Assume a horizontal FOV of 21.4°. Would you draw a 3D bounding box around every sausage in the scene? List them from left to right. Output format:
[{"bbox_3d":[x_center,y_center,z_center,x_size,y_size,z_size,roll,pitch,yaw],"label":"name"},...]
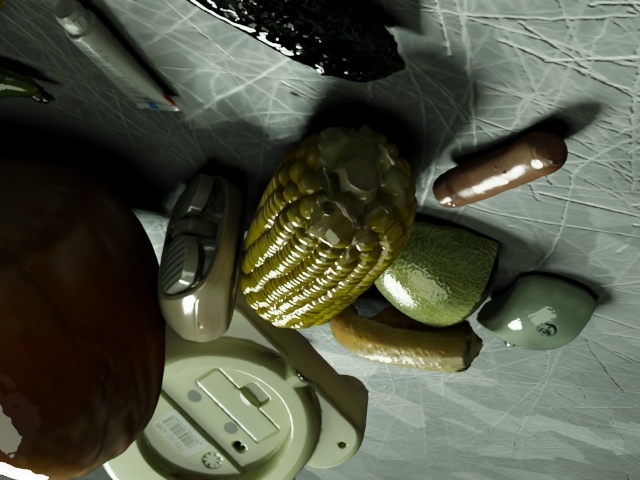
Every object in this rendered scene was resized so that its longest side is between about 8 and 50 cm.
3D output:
[{"bbox_3d":[0.159,-0.063,1.484,0.043,0.043,0.186,26,159,-22],"label":"sausage"}]

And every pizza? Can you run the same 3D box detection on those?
[{"bbox_3d":[0.092,0.099,1.848,0.134,0.056,0.271,-11,-170,-17],"label":"pizza"}]

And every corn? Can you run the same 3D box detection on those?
[{"bbox_3d":[0.000,0.000,1.634,0.144,0.144,0.387,19,159,-3],"label":"corn"}]

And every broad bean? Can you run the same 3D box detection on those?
[{"bbox_3d":[-0.353,-0.149,1.670,0.195,0.046,0.061,3,152,31],"label":"broad bean"}]

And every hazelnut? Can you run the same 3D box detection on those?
[{"bbox_3d":[-0.316,0.085,1.817,0.315,0.372,0.372,-26,140,23],"label":"hazelnut"}]

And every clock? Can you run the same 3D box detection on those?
[{"bbox_3d":[-0.130,0.201,2.031,0.309,0.114,0.284,-33,114,24],"label":"clock"}]

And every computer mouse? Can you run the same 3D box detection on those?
[{"bbox_3d":[-0.125,0.021,1.779,0.082,0.145,0.236,10,161,1],"label":"computer mouse"},{"bbox_3d":[0.221,0.086,1.800,0.089,0.056,0.182,26,159,-10],"label":"computer mouse"}]

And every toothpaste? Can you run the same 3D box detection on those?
[{"bbox_3d":[-0.185,-0.162,1.527,0.048,0.031,0.190,5,160,23],"label":"toothpaste"}]

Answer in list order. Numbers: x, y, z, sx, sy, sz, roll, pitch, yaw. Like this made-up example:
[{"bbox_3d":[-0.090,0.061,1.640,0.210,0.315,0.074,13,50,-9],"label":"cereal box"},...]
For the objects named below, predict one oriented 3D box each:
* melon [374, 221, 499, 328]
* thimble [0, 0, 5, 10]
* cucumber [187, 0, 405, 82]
[{"bbox_3d":[0.096,0.034,1.729,0.128,0.079,0.160,26,159,-25],"label":"melon"},{"bbox_3d":[-0.322,-0.216,1.353,0.118,0.127,0.151,30,150,-35],"label":"thimble"},{"bbox_3d":[-0.047,-0.191,1.284,0.300,0.072,0.072,28,157,-28],"label":"cucumber"}]
